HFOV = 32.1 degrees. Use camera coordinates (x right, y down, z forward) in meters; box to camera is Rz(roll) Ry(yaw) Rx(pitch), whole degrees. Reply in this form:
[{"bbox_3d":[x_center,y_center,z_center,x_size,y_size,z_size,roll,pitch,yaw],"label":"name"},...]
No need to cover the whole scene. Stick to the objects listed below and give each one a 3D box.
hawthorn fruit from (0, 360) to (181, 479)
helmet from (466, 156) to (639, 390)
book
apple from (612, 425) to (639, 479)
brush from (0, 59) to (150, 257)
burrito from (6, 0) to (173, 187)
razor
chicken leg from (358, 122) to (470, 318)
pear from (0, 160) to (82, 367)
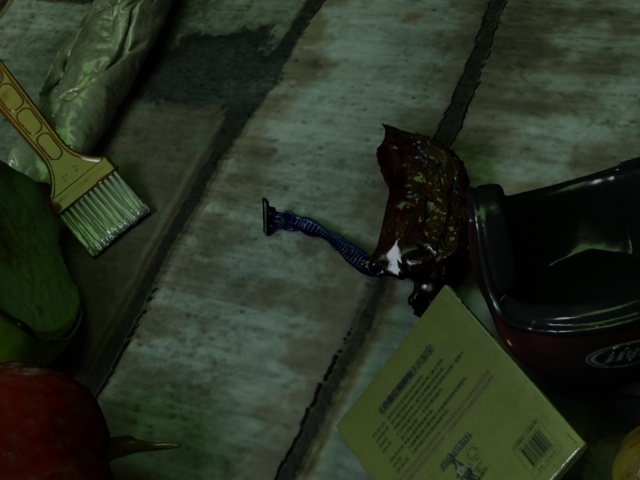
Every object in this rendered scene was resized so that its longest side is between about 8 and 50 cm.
[{"bbox_3d":[-0.291,0.224,0.934,0.258,0.258,0.261,10,49,30],"label":"hawthorn fruit"},{"bbox_3d":[0.219,0.019,0.885,0.189,0.193,0.216,-15,33,8],"label":"helmet"},{"bbox_3d":[0.105,0.157,0.899,0.168,0.013,0.192,-54,46,19],"label":"book"},{"bbox_3d":[0.253,0.177,0.826,0.071,0.084,0.084,-26,48,15],"label":"apple"},{"bbox_3d":[-0.318,-0.118,1.272,0.090,0.017,0.314,-40,73,-7],"label":"brush"},{"bbox_3d":[-0.272,-0.227,1.372,0.117,0.076,0.392,9,62,23],"label":"burrito"},{"bbox_3d":[0.003,-0.002,1.111,0.155,0.044,0.028,26,43,35],"label":"razor"},{"bbox_3d":[0.095,-0.027,1.063,0.105,0.063,0.233,5,55,5],"label":"chicken leg"},{"bbox_3d":[-0.406,0.068,1.152,0.282,0.176,0.286,-31,57,8],"label":"pear"}]
